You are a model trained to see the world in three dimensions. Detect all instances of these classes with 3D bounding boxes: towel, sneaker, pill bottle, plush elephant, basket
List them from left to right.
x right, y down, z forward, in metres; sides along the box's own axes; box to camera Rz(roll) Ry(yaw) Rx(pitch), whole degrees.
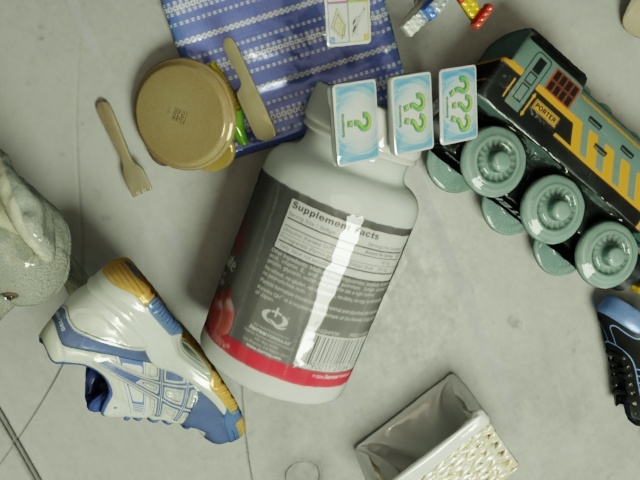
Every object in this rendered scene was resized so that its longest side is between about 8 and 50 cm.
[{"bbox_3d":[-0.364,0.020,0.779,0.255,0.272,0.330,25,74,12],"label":"plush elephant"},{"bbox_3d":[-0.191,0.149,0.875,0.131,0.112,0.296,-38,130,-10],"label":"sneaker"},{"bbox_3d":[-0.052,-0.276,0.869,0.243,0.040,0.336,-18,105,-2],"label":"towel"},{"bbox_3d":[0.000,0.000,0.864,0.176,0.176,0.318,19,102,-12],"label":"pill bottle"},{"bbox_3d":[0.145,0.270,0.988,0.167,0.113,0.103,-38,109,2],"label":"basket"},{"bbox_3d":[0.409,0.175,1.015,0.090,0.081,0.232,-42,106,-4],"label":"sneaker"}]

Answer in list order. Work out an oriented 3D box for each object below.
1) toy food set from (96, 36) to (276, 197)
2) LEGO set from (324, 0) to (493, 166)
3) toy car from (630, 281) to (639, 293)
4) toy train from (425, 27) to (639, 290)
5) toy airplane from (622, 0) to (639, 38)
[{"bbox_3d":[-0.146,-0.135,0.877,0.192,0.038,0.132,-19,98,21],"label":"toy food set"},{"bbox_3d":[0.090,-0.199,0.731,0.182,0.060,0.244,-14,109,-30],"label":"LEGO set"},{"bbox_3d":[0.446,0.098,1.023,0.122,0.040,0.060,18,100,-12],"label":"toy car"},{"bbox_3d":[0.272,-0.086,0.913,0.334,0.142,0.190,36,87,-14],"label":"toy train"},{"bbox_3d":[0.390,-0.359,0.716,0.384,0.386,0.272,36,60,-36],"label":"toy airplane"}]
